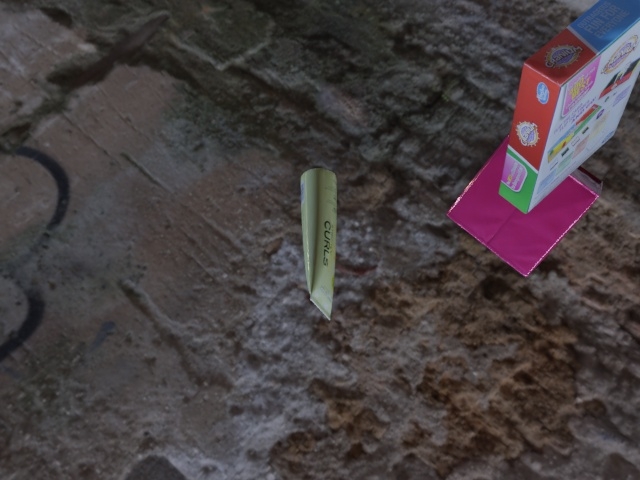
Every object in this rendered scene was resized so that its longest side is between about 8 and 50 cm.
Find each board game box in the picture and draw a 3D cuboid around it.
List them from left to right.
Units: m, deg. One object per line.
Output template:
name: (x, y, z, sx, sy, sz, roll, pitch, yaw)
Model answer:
board game box: (0.400, -0.214, 0.972, 0.064, 0.242, 0.316, 43, 164, 27)

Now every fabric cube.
fabric cube: (0.520, -0.107, 1.574, 0.259, 0.254, 0.258, 40, 117, 13)

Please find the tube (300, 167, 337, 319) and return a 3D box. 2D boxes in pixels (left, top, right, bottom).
tube: (0.000, 0.000, 0.984, 0.070, 0.240, 0.062, 16, 148, -26)
